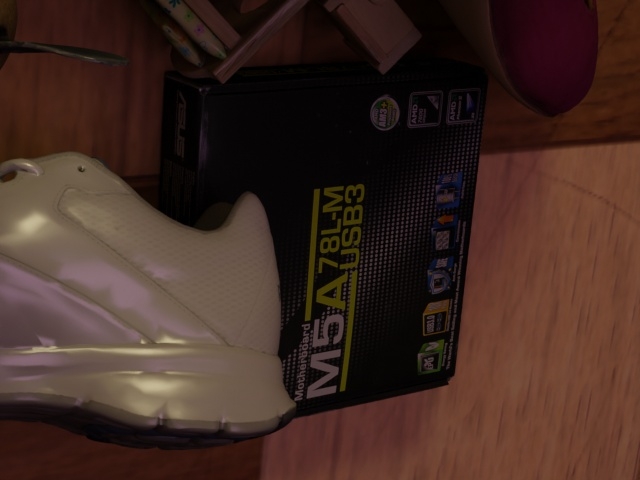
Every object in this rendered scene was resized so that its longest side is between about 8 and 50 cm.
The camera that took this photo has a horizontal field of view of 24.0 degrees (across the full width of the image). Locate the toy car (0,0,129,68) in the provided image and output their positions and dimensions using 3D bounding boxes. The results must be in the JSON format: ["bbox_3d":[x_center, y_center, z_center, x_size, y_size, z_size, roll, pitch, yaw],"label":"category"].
[{"bbox_3d":[-0.154,-0.104,0.553,0.155,0.188,0.149,16,97,-41],"label":"toy car"}]

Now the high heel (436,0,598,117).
[{"bbox_3d":[0.117,-0.179,0.696,0.181,0.127,0.377,-36,157,9],"label":"high heel"}]

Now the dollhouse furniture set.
[{"bbox_3d":[-0.018,-0.100,0.670,0.101,0.161,0.182,-44,129,1],"label":"dollhouse furniture set"}]

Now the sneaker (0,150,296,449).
[{"bbox_3d":[-0.151,0.022,0.670,0.297,0.111,0.129,9,76,-28],"label":"sneaker"}]

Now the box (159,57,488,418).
[{"bbox_3d":[0.000,0.000,0.809,0.184,0.045,0.191,-8,111,-37],"label":"box"}]
